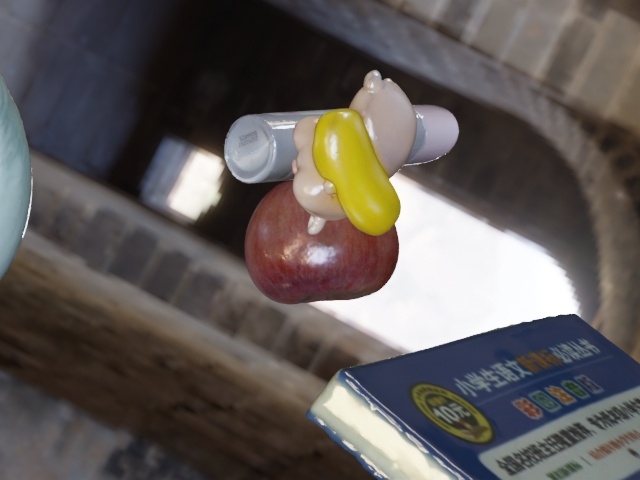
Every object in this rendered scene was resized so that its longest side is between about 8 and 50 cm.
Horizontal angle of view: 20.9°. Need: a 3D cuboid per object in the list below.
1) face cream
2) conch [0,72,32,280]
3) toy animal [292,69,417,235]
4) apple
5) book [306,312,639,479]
[{"bbox_3d":[0.024,-0.109,1.911,0.269,0.107,0.073,-7,89,-40],"label":"face cream"},{"bbox_3d":[-0.266,-0.046,1.036,0.185,0.121,0.221,-20,125,-38],"label":"conch"},{"bbox_3d":[0.012,-0.063,1.185,0.091,0.082,0.114,35,63,-43],"label":"toy animal"},{"bbox_3d":[0.000,0.000,1.689,0.153,0.153,0.120,67,16,-82],"label":"apple"},{"bbox_3d":[0.224,0.182,0.834,0.300,0.428,0.039,-6,130,-59],"label":"book"}]
